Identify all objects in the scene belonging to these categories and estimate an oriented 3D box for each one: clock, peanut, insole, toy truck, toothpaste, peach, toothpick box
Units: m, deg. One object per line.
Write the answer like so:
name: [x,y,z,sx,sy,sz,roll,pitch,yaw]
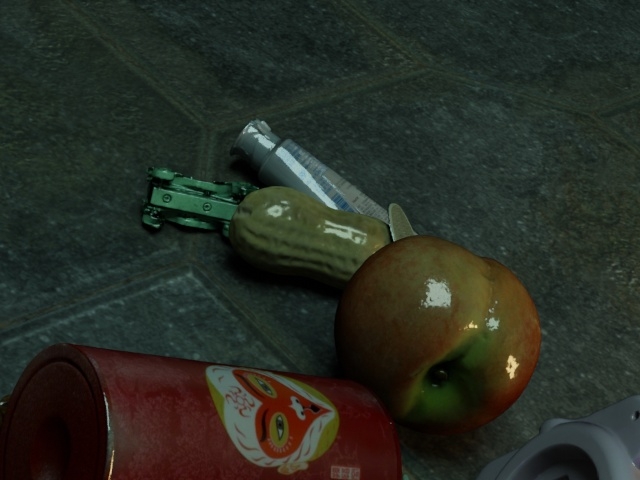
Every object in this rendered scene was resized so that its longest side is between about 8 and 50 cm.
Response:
clock: [0.264,0.341,1.687,0.113,0.295,0.322,35,45,-23]
peanut: [0.000,0.000,2.133,0.257,0.123,0.123,15,37,-18]
insole: [0.133,0.054,2.123,0.080,0.003,0.232,7,60,-61]
toy truck: [-0.166,-0.053,2.156,0.154,0.080,0.078,10,11,-16]
toothpaste: [0.008,-0.060,2.257,0.299,0.073,0.114,37,38,7]
peach: [0.139,0.112,1.963,0.252,0.252,0.252,14,37,-11]
toothpick box: [-0.112,0.214,1.518,0.333,0.204,0.204,12,35,-37]

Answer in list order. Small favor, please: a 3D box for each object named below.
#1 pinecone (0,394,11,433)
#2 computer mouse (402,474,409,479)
pinecone: [-0.331,0.247,1.600,0.208,0.207,0.207,14,37,-11]
computer mouse: [0.038,0.389,1.654,0.199,0.115,0.389,11,34,8]
